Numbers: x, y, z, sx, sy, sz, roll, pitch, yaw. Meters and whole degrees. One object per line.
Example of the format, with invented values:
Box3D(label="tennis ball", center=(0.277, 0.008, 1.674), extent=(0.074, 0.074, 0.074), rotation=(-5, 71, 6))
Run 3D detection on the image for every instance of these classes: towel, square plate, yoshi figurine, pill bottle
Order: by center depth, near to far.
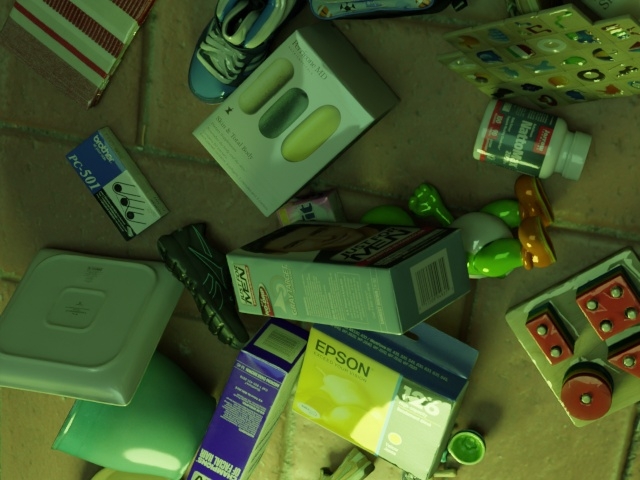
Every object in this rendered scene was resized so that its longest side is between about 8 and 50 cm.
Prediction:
Box3D(label="pill bottle", center=(0.357, -0.164, 1.748), extent=(0.180, 0.108, 0.108), rotation=(17, 112, 11))
Box3D(label="yoshi figurine", center=(0.211, -0.009, 1.811), extent=(0.362, 0.203, 0.203), rotation=(-18, 85, 24))
Box3D(label="towel", center=(-0.446, -0.440, 1.950), extent=(0.237, 0.037, 0.329), rotation=(38, 113, 5))
Box3D(label="square plate", center=(-0.462, 0.143, 1.987), extent=(0.347, 0.344, 0.049), rotation=(7, 137, 15))

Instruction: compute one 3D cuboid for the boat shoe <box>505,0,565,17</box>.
Box3D(label="boat shoe", center=(0.328, -0.343, 1.611), extent=(0.089, 0.285, 0.105), rotation=(1, 78, 22))

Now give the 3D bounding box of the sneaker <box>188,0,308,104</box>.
Box3D(label="sneaker", center=(-0.154, -0.347, 1.777), extent=(0.130, 0.236, 0.323), rotation=(45, 114, 0))

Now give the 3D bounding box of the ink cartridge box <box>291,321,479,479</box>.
Box3D(label="ink cartridge box", center=(0.111, 0.263, 1.929), extent=(0.303, 0.072, 0.307), rotation=(26, 130, 19))

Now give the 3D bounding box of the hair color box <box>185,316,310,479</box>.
Box3D(label="hair color box", center=(-0.138, 0.332, 2.022), extent=(0.110, 0.185, 0.339), rotation=(25, 112, 8))

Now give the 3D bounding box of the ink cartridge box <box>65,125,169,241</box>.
Box3D(label="ink cartridge box", center=(-0.397, -0.110, 2.035), extent=(0.097, 0.046, 0.207), rotation=(-33, 95, 23))

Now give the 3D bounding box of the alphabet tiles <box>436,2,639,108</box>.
Box3D(label="alphabet tiles", center=(0.362, -0.275, 1.603), extent=(0.342, 0.285, 0.011), rotation=(-4, 70, 45))

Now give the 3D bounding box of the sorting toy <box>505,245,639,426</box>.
Box3D(label="sorting toy", center=(0.495, 0.186, 1.828), extent=(0.257, 0.089, 0.255), rotation=(-32, 96, 23))

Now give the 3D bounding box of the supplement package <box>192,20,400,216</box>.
Box3D(label="supplement package", center=(-0.038, -0.215, 1.804), extent=(0.262, 0.198, 0.199), rotation=(-41, 92, 24))

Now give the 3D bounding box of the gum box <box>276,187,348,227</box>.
Box3D(label="gum box", center=(0.000, 0.000, 1.937), extent=(0.107, 0.062, 0.188), rotation=(-14, 103, 21))

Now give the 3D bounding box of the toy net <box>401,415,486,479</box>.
Box3D(label="toy net", center=(0.214, 0.426, 2.019), extent=(0.122, 0.045, 0.232), rotation=(40, 114, 1))

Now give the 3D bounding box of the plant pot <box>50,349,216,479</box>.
Box3D(label="plant pot", center=(-0.354, 0.340, 2.064), extent=(0.255, 0.272, 0.272), rotation=(27, 114, -8))

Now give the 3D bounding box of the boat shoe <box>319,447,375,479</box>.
Box3D(label="boat shoe", center=(0.023, 0.486, 2.095), extent=(0.190, 0.068, 0.072), rotation=(-44, 79, 15))

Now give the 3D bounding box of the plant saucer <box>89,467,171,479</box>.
Box3D(label="plant saucer", center=(-0.385, 0.597, 2.265), extent=(0.277, 0.041, 0.278), rotation=(5, 108, 15))

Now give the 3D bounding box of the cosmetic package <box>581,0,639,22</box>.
Box3D(label="cosmetic package", center=(0.479, -0.413, 1.616), extent=(0.296, 0.129, 0.153), rotation=(40, 114, 2))

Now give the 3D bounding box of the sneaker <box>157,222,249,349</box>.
Box3D(label="sneaker", center=(-0.202, 0.082, 1.984), extent=(0.267, 0.106, 0.101), rotation=(56, 158, 7))

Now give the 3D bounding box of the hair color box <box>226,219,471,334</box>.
Box3D(label="hair color box", center=(0.040, 0.052, 1.725), extent=(0.374, 0.185, 0.114), rotation=(3, 112, 45))

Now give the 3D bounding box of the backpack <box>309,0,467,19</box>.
Box3D(label="backpack", center=(0.084, -0.495, 1.681), extent=(0.276, 0.213, 0.264), rotation=(0, 97, 20))
